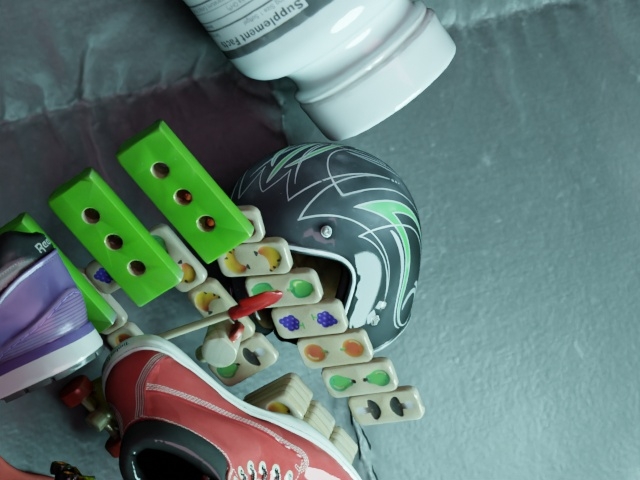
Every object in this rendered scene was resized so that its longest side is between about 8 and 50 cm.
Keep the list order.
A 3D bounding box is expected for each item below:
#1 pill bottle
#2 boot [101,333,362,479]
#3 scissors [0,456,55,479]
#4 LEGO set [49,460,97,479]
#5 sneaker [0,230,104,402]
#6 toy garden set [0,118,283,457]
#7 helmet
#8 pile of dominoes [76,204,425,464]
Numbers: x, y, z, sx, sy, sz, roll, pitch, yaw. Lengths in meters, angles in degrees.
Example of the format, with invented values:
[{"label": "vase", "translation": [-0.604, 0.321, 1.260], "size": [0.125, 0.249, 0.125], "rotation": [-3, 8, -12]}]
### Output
[{"label": "pill bottle", "translation": [-0.037, -0.239, 1.548], "size": [0.176, 0.176, 0.318], "rotation": [-43, 106, -20]}, {"label": "boot", "translation": [-0.053, 0.184, 1.434], "size": [0.244, 0.176, 0.088], "rotation": [35, 104, -24]}, {"label": "scissors", "translation": [-0.289, 0.152, 1.505], "size": [0.109, 0.021, 0.297], "rotation": [-43, 108, -18]}, {"label": "LEGO set", "translation": [-0.124, 0.338, 1.453], "size": [0.192, 0.255, 0.331], "rotation": [8, 84, -16]}, {"label": "sneaker", "translation": [-0.310, 0.083, 1.434], "size": [0.283, 0.107, 0.124], "rotation": [-25, 97, -6]}, {"label": "toy garden set", "translation": [-0.146, 0.041, 1.493], "size": [0.244, 0.049, 0.204], "rotation": [-32, 110, 23]}, {"label": "helmet", "translation": [0.000, 0.000, 1.568], "size": [0.169, 0.169, 0.161], "rotation": [-21, 114, -24]}, {"label": "pile of dominoes", "translation": [-0.064, 0.092, 1.526], "size": [0.251, 0.196, 0.040], "rotation": [50, 34, -17]}]
